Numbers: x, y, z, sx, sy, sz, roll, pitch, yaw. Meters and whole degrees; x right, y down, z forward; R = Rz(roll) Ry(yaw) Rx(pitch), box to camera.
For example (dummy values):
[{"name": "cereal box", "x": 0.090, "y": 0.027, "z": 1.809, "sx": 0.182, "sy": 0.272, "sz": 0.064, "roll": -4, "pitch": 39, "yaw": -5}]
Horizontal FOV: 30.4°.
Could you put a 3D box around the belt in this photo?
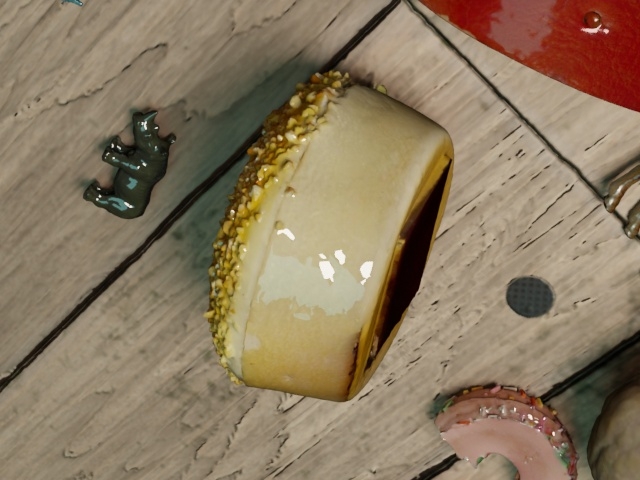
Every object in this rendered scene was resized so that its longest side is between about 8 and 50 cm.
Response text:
[{"name": "belt", "x": 0.215, "y": -0.202, "z": 0.893, "sx": 0.324, "sy": 0.227, "sz": 0.115, "roll": 18, "pitch": 124, "yaw": -16}]

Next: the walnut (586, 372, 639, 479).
[{"name": "walnut", "x": 0.351, "y": 0.194, "z": 1.075, "sx": 0.224, "sy": 0.224, "sz": 0.224, "roll": 7, "pitch": 120, "yaw": 13}]

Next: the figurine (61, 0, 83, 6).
[{"name": "figurine", "x": -0.251, "y": -0.279, "z": 1.081, "sx": 0.140, "sy": 0.068, "sz": 0.075, "roll": 42, "pitch": 124, "yaw": -1}]

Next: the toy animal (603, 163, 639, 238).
[{"name": "toy animal", "x": 0.403, "y": 0.009, "z": 1.034, "sx": 0.260, "sy": 0.087, "sz": 0.243, "roll": -16, "pitch": 114, "yaw": 27}]

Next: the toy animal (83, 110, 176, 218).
[{"name": "toy animal", "x": -0.186, "y": -0.078, "z": 1.182, "sx": 0.065, "sy": 0.047, "sz": 0.136, "roll": 27, "pitch": 121, "yaw": -5}]

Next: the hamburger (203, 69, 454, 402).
[{"name": "hamburger", "x": 0.000, "y": 0.000, "z": 1.026, "sx": 0.170, "sy": 0.302, "sz": 0.302, "roll": 21, "pitch": 122, "yaw": 12}]

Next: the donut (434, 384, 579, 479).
[{"name": "donut", "x": 0.206, "y": 0.207, "z": 1.211, "sx": 0.117, "sy": 0.065, "sz": 0.166, "roll": -37, "pitch": 104, "yaw": 31}]
